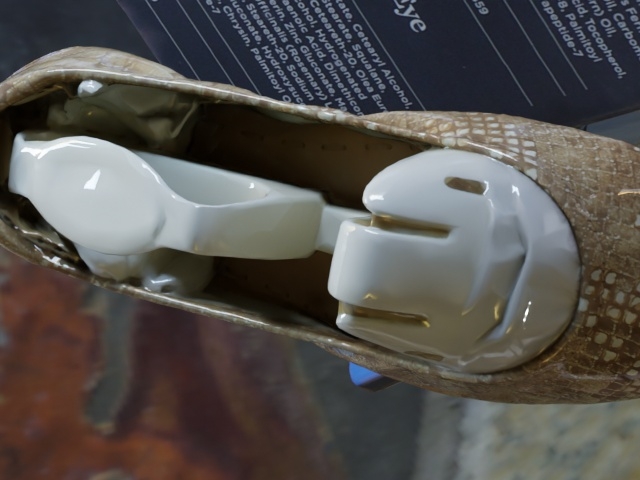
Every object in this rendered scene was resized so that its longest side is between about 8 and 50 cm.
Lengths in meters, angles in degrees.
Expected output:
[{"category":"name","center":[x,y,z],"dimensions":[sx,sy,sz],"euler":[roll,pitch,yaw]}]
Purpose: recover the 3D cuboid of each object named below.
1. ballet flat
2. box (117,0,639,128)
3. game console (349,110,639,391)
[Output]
[{"category":"ballet flat","center":[0.000,0.000,0.473],"dimensions":[0.206,0.067,0.073],"euler":[10,102,22]},{"category":"box","center":[0.118,-0.202,0.852],"dimensions":[0.312,0.343,0.179],"euler":[-15,117,43]},{"category":"game console","center":[0.164,-0.015,1.280],"dimensions":[0.173,0.293,0.250],"euler":[20,73,-12]}]
